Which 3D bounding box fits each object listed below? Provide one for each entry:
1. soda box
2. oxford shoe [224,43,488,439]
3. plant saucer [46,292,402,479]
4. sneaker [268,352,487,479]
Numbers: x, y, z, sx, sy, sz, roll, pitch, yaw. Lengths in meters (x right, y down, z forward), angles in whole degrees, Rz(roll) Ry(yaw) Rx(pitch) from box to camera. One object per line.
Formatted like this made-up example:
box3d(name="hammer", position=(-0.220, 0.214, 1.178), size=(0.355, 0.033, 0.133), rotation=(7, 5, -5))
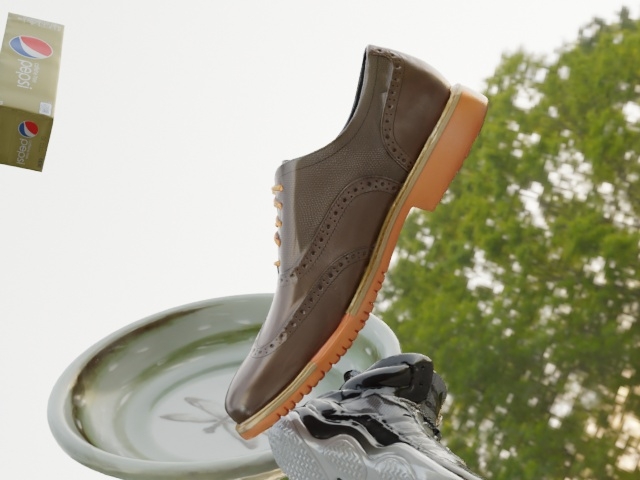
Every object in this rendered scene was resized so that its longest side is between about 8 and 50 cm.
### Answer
box3d(name="soda box", position=(-0.280, -0.144, 0.990), size=(0.058, 0.181, 0.061), rotation=(11, -54, -17))
box3d(name="oxford shoe", position=(0.000, 0.000, 0.918), size=(0.133, 0.130, 0.363), rotation=(31, -94, -6))
box3d(name="plant saucer", position=(-0.102, 0.185, 1.193), size=(0.400, 0.400, 0.100), rotation=(-25, -62, -36))
box3d(name="sneaker", position=(0.093, 0.182, 0.938), size=(0.153, 0.269, 0.101), rotation=(-40, -48, -38))
